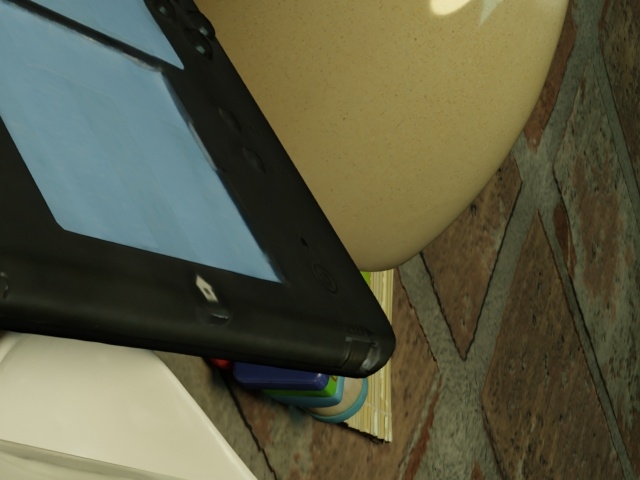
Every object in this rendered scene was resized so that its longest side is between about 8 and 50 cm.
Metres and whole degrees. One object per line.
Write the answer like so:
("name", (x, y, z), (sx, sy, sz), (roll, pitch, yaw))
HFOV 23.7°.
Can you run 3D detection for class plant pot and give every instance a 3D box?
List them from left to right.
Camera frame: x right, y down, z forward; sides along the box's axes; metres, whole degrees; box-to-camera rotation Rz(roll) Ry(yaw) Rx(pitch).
("plant pot", (0.042, -0.149, 0.952), (0.284, 0.191, 0.284), (34, 37, -31))

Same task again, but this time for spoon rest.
("spoon rest", (-0.066, 0.124, 0.638), (0.276, 0.084, 0.137), (50, 43, -53))

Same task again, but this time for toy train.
("toy train", (0.000, 0.000, 1.079), (0.143, 0.105, 0.248), (55, 38, -62))

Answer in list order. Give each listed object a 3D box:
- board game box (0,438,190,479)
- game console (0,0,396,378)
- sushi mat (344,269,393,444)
("board game box", (-0.205, 0.221, 0.368), (0.050, 0.390, 0.390), (121, -20, -63))
("game console", (-0.130, -0.093, 0.666), (0.342, 0.060, 0.386), (54, 17, 23))
("sushi mat", (0.030, -0.005, 1.222), (0.151, 0.019, 0.316), (29, 60, -58))
